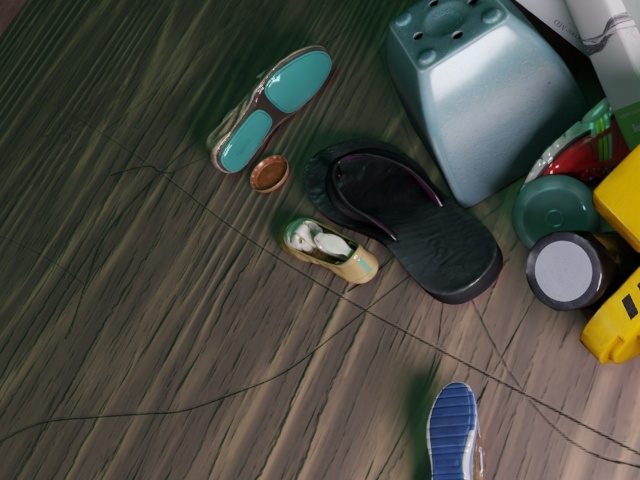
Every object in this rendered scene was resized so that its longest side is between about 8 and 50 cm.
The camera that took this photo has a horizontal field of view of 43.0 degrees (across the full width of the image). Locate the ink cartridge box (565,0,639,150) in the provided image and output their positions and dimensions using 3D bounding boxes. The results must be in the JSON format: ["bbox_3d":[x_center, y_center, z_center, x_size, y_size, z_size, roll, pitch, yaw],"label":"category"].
[{"bbox_3d":[0.453,-0.281,1.043,0.198,0.273,0.115,-24,2,-1],"label":"ink cartridge box"}]

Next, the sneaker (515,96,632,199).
[{"bbox_3d":[0.398,-0.122,1.151,0.279,0.107,0.118,-43,80,15],"label":"sneaker"}]

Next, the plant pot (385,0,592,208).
[{"bbox_3d":[0.236,-0.256,1.246,0.248,0.252,0.247,-31,46,10],"label":"plant pot"}]

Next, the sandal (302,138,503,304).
[{"bbox_3d":[0.112,-0.069,1.291,0.167,0.107,0.446,-46,45,-5],"label":"sandal"}]

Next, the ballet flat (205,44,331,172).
[{"bbox_3d":[-0.113,-0.271,1.593,0.316,0.107,0.106,-46,38,-5],"label":"ballet flat"}]

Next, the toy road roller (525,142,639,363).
[{"bbox_3d":[0.428,0.018,0.925,0.240,0.202,0.329,51,121,28],"label":"toy road roller"}]

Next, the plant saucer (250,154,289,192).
[{"bbox_3d":[-0.095,-0.124,1.532,0.083,0.013,0.083,-17,50,22],"label":"plant saucer"}]

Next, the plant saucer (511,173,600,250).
[{"bbox_3d":[0.326,-0.032,1.129,0.119,0.021,0.119,3,102,16],"label":"plant saucer"}]

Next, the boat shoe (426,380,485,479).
[{"bbox_3d":[0.174,0.273,1.031,0.066,0.066,0.183,-7,61,32],"label":"boat shoe"}]

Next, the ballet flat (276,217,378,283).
[{"bbox_3d":[0.000,0.000,1.339,0.232,0.073,0.080,22,71,42],"label":"ballet flat"}]

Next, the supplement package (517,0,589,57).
[{"bbox_3d":[0.366,-0.442,1.211,0.145,0.262,0.204,-50,5,48],"label":"supplement package"}]
